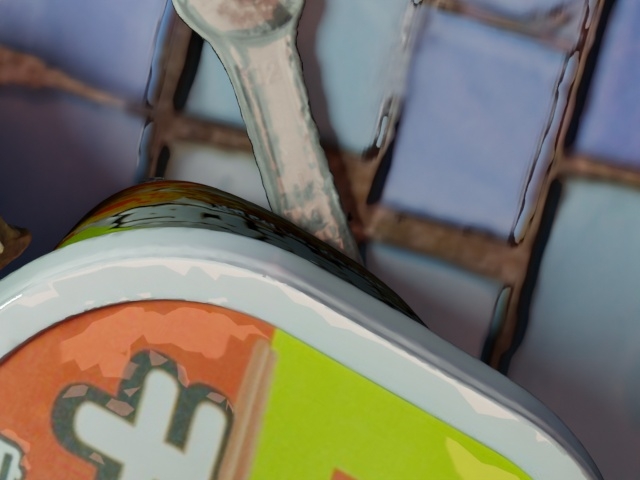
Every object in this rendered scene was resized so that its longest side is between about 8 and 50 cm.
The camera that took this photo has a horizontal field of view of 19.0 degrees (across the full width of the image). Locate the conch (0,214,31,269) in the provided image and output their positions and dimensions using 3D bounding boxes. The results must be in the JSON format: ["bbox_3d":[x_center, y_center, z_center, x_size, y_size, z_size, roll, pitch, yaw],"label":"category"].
[{"bbox_3d":[-0.225,-0.001,0.804,0.178,0.163,0.245,27,93,22],"label":"conch"}]

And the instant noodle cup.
[{"bbox_3d":[-0.047,0.110,0.769,0.293,0.308,0.294,-1,103,-4],"label":"instant noodle cup"}]

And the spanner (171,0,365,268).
[{"bbox_3d":[0.000,0.000,0.918,0.071,0.017,0.302,-18,101,-6],"label":"spanner"}]
